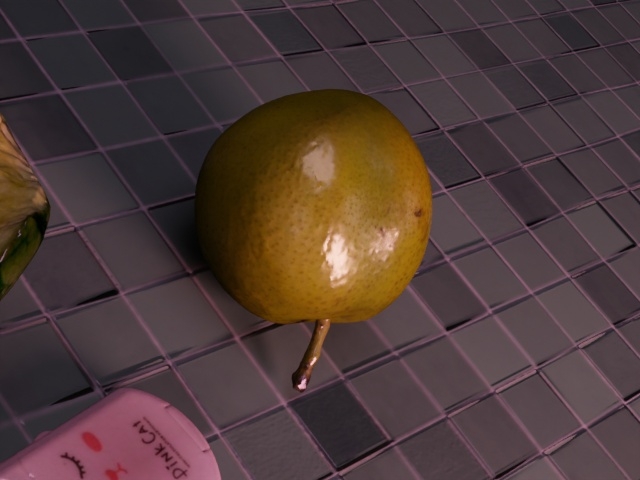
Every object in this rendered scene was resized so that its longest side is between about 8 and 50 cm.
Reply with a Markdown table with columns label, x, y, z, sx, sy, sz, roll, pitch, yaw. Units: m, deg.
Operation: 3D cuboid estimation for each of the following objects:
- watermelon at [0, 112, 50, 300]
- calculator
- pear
| label | x | y | z | sx | sy | sz | roll | pitch | yaw |
| --- | --- | --- | --- | --- | --- | --- | --- | --- | --- |
| watermelon | -0.314 | -0.029 | 0.655 | 0.331 | 0.189 | 0.331 | 8 | 48 | -9 |
| calculator | -0.134 | 0.154 | 0.712 | 0.100 | 0.032 | 0.175 | 45 | 41 | 12 |
| pear | 0.000 | 0.000 | 0.875 | 0.180 | 0.166 | 0.216 | 6 | 73 | -46 |
